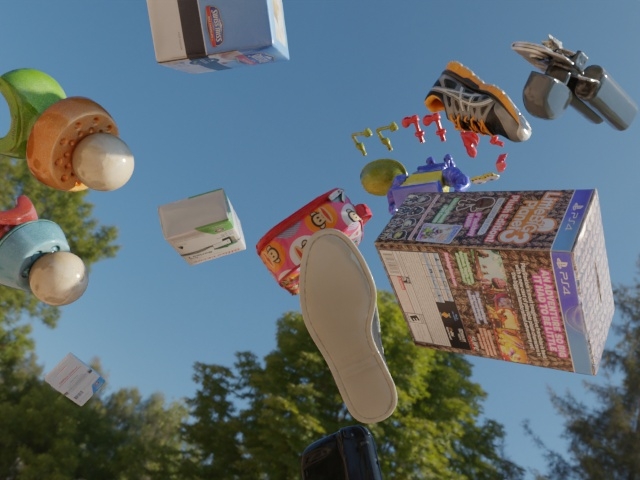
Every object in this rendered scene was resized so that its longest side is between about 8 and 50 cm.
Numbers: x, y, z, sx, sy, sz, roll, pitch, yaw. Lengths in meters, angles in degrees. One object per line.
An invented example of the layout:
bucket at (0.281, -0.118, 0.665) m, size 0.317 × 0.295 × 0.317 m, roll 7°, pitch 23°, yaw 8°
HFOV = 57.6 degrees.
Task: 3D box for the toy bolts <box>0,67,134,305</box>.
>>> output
toy bolts at (-0.311, -0.034, 0.595) m, size 0.158 × 0.218 × 0.228 m, roll 31°, pitch -59°, yaw 20°

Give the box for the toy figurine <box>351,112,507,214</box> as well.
toy figurine at (0.196, -0.140, 1.260) m, size 0.362 × 0.217 × 0.191 m, roll -3°, pitch -56°, yaw 33°

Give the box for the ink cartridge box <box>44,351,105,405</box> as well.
ink cartridge box at (-0.353, 0.193, 0.827) m, size 0.028 × 0.048 × 0.083 m, roll 26°, pitch -25°, yaw 38°

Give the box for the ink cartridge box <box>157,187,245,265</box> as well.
ink cartridge box at (-0.284, -0.028, 1.431) m, size 0.160 × 0.092 × 0.219 m, roll -17°, pitch -19°, yaw -2°

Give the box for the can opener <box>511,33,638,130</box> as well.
can opener at (0.323, -0.187, 0.747) m, size 0.074 × 0.280 × 0.093 m, roll 35°, pitch -69°, yaw 41°

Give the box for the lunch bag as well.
lunch bag at (0.000, 0.000, 1.267) m, size 0.120 × 0.258 × 0.293 m, roll 54°, pitch -5°, yaw 11°

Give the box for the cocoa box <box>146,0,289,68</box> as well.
cocoa box at (-0.202, -0.521, 1.129) m, size 0.228 × 0.231 × 0.347 m, roll -6°, pitch -80°, yaw 6°

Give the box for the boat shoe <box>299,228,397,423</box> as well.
boat shoe at (0.024, 0.082, 0.589) m, size 0.065 × 0.075 × 0.206 m, roll -115°, pitch -173°, yaw -76°

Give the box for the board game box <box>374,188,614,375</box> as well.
board game box at (0.266, 0.055, 0.888) m, size 0.291 × 0.141 × 0.232 m, roll 3°, pitch -49°, yaw 37°

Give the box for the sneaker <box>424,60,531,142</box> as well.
sneaker at (0.241, -0.199, 0.901) m, size 0.084 × 0.083 × 0.215 m, roll 37°, pitch 12°, yaw -40°

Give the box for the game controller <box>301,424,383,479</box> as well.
game controller at (0.047, 0.507, 1.092) m, size 0.166 × 0.319 × 0.067 m, roll -35°, pitch -53°, yaw 19°
